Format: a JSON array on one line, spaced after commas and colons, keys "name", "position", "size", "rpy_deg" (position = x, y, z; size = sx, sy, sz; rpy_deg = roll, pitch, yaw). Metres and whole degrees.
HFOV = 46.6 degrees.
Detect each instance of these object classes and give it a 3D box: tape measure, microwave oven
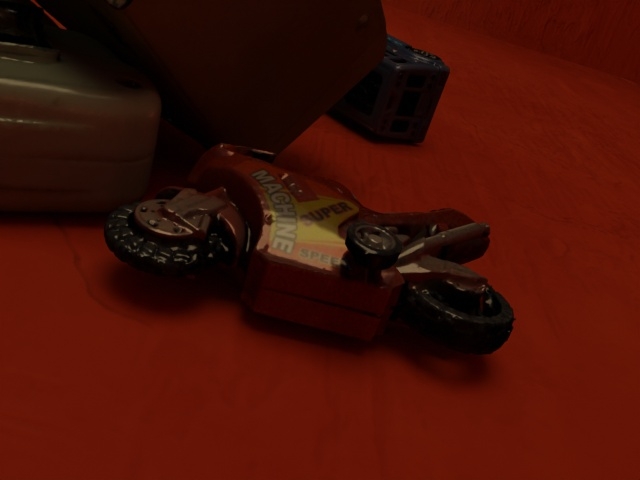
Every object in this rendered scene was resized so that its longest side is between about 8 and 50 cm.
[{"name": "tape measure", "position": [-0.261, -0.111, 0.575], "size": [0.243, 0.125, 0.246], "rpy_deg": [1, 30, -34]}, {"name": "microwave oven", "position": [-0.153, -0.300, 0.715], "size": [0.394, 0.247, 0.333], "rpy_deg": [41, -8, 24]}]

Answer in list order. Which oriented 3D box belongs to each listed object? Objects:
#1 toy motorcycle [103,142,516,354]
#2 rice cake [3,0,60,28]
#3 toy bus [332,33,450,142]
[{"name": "toy motorcycle", "position": [0.000, 0.002, 0.551], "size": [0.298, 0.089, 0.171], "rpy_deg": [14, 23, -8]}, {"name": "rice cake", "position": [-0.426, -0.315, 0.840], "size": [0.290, 0.081, 0.051], "rpy_deg": [42, -21, -21]}, {"name": "toy bus", "position": [0.042, -0.254, 1.089], "size": [0.133, 0.125, 0.292], "rpy_deg": [-4, 33, -41]}]
